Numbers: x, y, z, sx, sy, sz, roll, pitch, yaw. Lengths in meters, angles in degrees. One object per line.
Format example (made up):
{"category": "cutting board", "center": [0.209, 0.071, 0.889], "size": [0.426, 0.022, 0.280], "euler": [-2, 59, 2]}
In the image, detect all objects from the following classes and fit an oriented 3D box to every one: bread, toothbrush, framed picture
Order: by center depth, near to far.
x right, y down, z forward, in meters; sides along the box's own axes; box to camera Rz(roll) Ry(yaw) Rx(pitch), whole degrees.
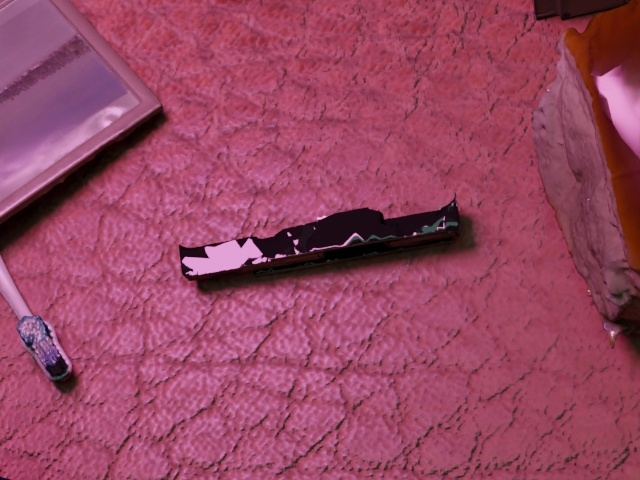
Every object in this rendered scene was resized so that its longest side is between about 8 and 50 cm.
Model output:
{"category": "bread", "center": [0.328, -0.078, 1.429], "size": [0.279, 0.225, 0.250], "euler": [-15, 69, 0]}
{"category": "toothbrush", "center": [-0.338, -0.033, 1.638], "size": [0.042, 0.040, 0.418], "euler": [-33, 63, -7]}
{"category": "framed picture", "center": [-0.321, -0.110, 1.644], "size": [0.289, 0.016, 0.213], "euler": [-36, 64, -12]}

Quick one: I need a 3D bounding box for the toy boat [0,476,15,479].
{"category": "toy boat", "center": [-0.314, 0.350, 1.461], "size": [0.215, 0.123, 0.330], "euler": [21, 85, 25]}

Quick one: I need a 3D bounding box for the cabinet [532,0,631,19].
{"category": "cabinet", "center": [0.275, -0.303, 1.567], "size": [0.206, 0.145, 0.150], "euler": [-12, 68, 6]}

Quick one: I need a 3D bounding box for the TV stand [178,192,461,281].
{"category": "TV stand", "center": [0.000, 0.000, 1.558], "size": [0.249, 0.042, 0.036], "euler": [-10, 71, 7]}
